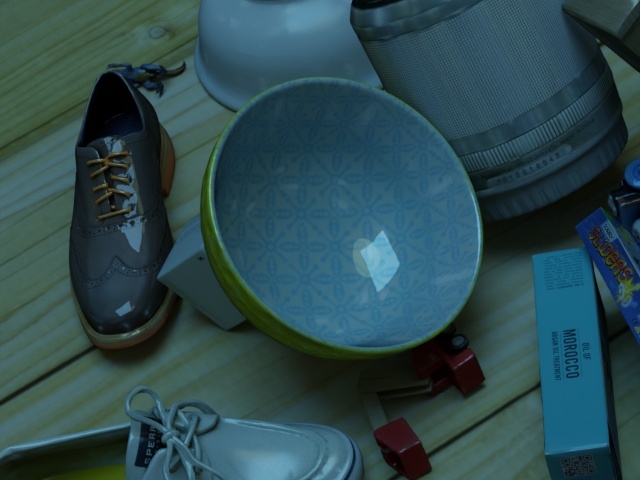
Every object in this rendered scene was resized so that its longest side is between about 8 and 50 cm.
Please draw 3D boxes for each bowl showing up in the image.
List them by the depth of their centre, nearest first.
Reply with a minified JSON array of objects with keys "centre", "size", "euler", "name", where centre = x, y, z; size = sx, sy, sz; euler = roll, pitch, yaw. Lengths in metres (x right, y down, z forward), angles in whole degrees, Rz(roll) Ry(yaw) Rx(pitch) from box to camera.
[{"centre":[0.000,0.000,1.809],"size":[0.289,0.156,0.290],"euler":[9,65,-20],"name":"bowl"},{"centre":[-0.026,-0.293,2.191],"size":[0.297,0.134,0.298],"euler":[-9,46,10],"name":"bowl"}]

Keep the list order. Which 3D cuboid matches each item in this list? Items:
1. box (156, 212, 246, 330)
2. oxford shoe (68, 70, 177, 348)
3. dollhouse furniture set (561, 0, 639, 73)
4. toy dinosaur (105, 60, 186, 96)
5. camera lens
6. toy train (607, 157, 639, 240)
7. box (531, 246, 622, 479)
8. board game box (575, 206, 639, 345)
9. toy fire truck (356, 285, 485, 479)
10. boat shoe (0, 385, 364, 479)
[{"centre":[-0.095,0.022,1.911],"size":[0.102,0.101,0.087],"euler":[-32,26,49],"name":"box"},{"centre":[-0.232,-0.037,2.014],"size":[0.130,0.133,0.364],"euler":[-13,45,5],"name":"oxford shoe"},{"centre":[0.425,-0.306,1.754],"size":[0.356,0.173,0.303],"euler":[-54,29,5],"name":"dollhouse furniture set"},{"centre":[-0.226,-0.199,2.249],"size":[0.082,0.047,0.090],"euler":[14,20,39],"name":"toy dinosaur"},{"centre":[0.174,-0.186,1.882],"size":[0.219,0.274,0.219],"euler":[-26,18,9],"name":"camera lens"},{"centre":[0.389,-0.043,1.857],"size":[0.184,0.080,0.105],"euler":[-16,51,3],"name":"toy train"},{"centre":[0.243,0.130,1.724],"size":[0.060,0.100,0.244],"euler":[-9,45,12],"name":"box"},{"centre":[0.325,0.072,1.727],"size":[0.035,0.136,0.201],"euler":[-40,43,17],"name":"board game box"},{"centre":[0.086,0.136,1.806],"size":[0.135,0.047,0.192],"euler":[-33,44,-9],"name":"toy fire truck"},{"centre":[-0.149,0.209,1.735],"size":[0.367,0.156,0.136],"euler":[-7,46,13],"name":"boat shoe"}]
